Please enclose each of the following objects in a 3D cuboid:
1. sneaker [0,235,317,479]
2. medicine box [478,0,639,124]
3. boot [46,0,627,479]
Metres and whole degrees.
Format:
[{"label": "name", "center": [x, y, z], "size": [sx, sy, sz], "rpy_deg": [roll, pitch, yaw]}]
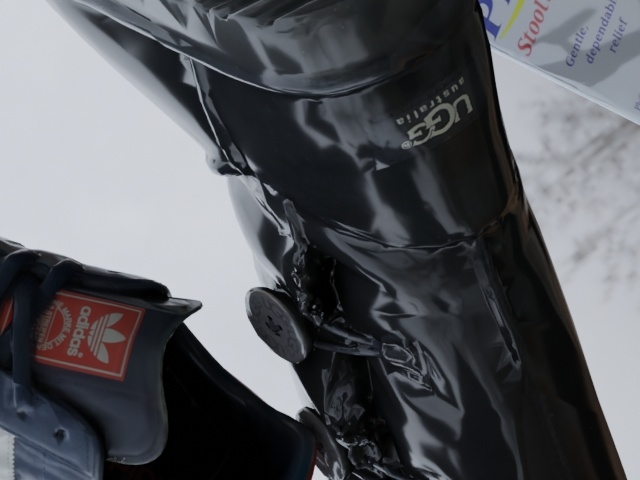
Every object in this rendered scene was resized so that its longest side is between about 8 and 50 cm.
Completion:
[{"label": "sneaker", "center": [-0.144, 0.041, 0.804], "size": [0.350, 0.148, 0.131], "rpy_deg": [31, -119, -33]}, {"label": "medicine box", "center": [0.260, -0.149, 1.149], "size": [0.289, 0.149, 0.263], "rpy_deg": [32, -161, 35]}, {"label": "boot", "center": [0.001, 0.001, 0.895], "size": [0.367, 0.146, 0.445], "rpy_deg": [44, 163, 50]}]
